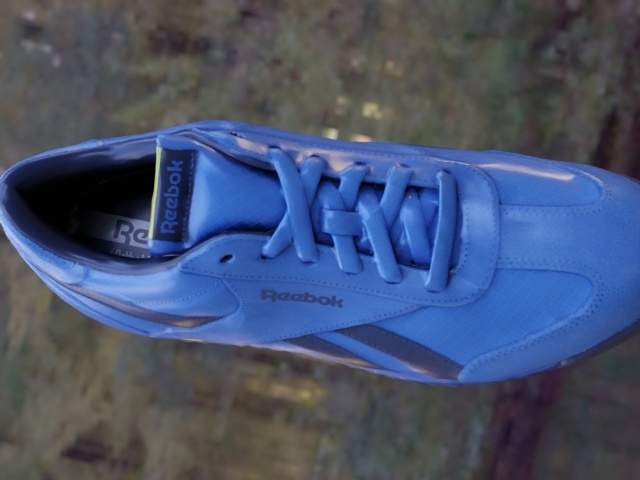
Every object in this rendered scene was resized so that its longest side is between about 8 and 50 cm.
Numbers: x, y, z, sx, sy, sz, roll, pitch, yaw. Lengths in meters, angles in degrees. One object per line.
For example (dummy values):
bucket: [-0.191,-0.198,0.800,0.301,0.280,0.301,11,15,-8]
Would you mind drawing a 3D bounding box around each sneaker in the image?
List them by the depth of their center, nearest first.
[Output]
sneaker: [0.000,0.000,0.551,0.082,0.209,0.069,36,-120,-64]
